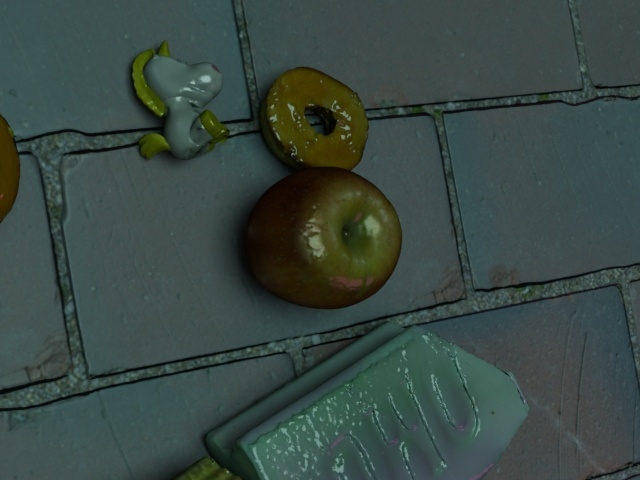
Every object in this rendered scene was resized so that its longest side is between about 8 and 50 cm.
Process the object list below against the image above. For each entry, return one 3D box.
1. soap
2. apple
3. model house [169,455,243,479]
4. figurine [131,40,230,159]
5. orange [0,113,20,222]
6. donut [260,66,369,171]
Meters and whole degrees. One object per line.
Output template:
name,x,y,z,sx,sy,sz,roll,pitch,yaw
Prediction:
soap,0.085,0.288,1.758,0.446,0.156,0.261,-29,98,-30
apple,0.000,0.000,1.743,0.235,0.173,0.210,22,69,-34
model house,-0.163,0.414,1.576,0.196,0.160,0.254,-32,87,-45
figurine,-0.200,-0.202,1.706,0.130,0.109,0.178,-6,83,-8
orange,-0.480,-0.090,1.477,0.219,0.193,0.219,-1,93,-15
donut,-0.015,-0.176,1.817,0.178,0.065,0.162,33,64,-21
